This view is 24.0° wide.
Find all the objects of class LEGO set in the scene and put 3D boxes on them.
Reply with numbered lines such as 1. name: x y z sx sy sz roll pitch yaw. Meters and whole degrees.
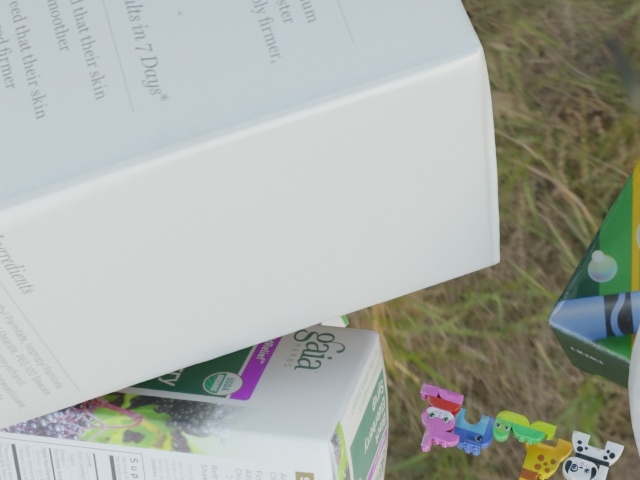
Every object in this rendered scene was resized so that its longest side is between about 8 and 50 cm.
1. LEGO set: 0.209 0.245 1.665 0.227 0.087 0.093 16 71 12

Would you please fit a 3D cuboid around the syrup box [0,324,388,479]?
1. syrup box: -0.092 0.093 0.715 0.237 0.093 0.096 4 119 15

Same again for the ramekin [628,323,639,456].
1. ramekin: 0.266 0.027 0.655 0.273 0.127 0.273 3 131 3

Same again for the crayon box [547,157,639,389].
1. crayon box: 0.304 -0.035 0.890 0.203 0.083 0.323 25 78 29

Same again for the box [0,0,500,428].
1. box: -0.123 -0.061 0.627 0.345 0.215 0.168 -18 150 -1

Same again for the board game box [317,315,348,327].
1. board game box: -0.058 0.055 1.133 0.039 0.259 0.124 -16 103 30
